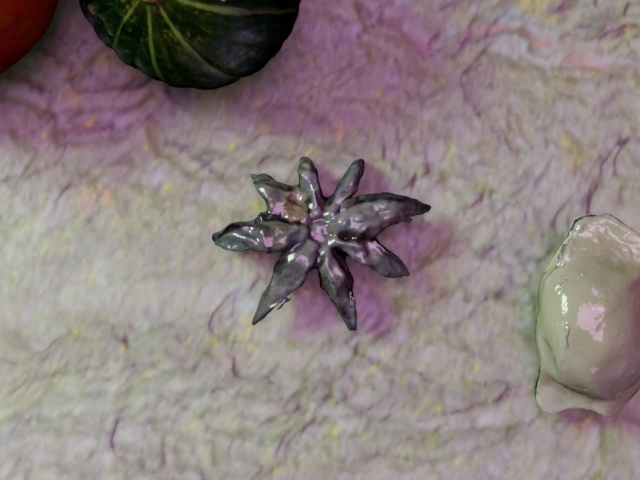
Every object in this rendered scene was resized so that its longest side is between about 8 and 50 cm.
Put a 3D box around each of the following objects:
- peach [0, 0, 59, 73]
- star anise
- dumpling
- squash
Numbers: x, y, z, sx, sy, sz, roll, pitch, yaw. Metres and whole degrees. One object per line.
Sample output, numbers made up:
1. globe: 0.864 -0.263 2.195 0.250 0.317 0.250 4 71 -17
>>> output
1. peach: -0.343 -0.251 0.756 0.275 0.248 0.245 -17 121 -5
2. star anise: 0.000 0.000 0.826 0.204 0.061 0.180 10 84 -2
3. dumpling: 0.265 0.077 0.810 0.136 0.118 0.199 13 105 0
4. squash: -0.118 -0.245 0.782 0.218 0.218 0.172 36 46 1
